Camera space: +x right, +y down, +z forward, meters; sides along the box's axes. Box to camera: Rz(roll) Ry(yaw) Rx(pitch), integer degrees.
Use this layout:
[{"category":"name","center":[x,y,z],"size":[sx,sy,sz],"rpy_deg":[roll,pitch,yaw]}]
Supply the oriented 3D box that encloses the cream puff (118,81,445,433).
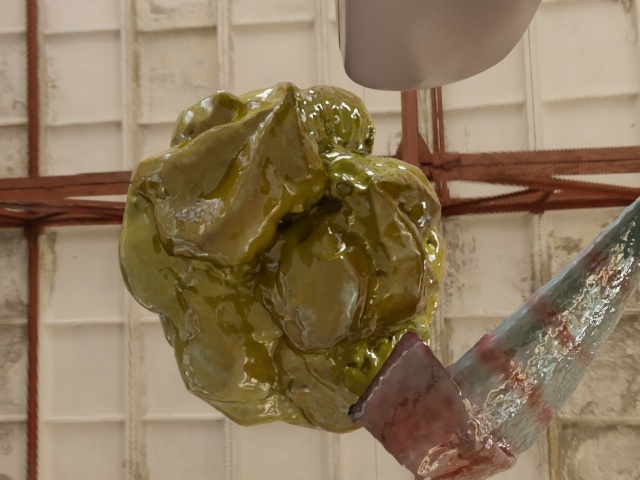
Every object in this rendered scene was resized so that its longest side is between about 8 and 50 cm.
[{"category":"cream puff","center":[0.001,0.001,0.655],"size":[0.325,0.291,0.257],"rpy_deg":[57,-40,7]}]

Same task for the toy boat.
[{"category":"toy boat","center":[0.170,0.079,0.578],"size":[0.282,0.206,0.096],"rpy_deg":[-46,-142,4]}]

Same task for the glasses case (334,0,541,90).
[{"category":"glasses case","center":[0.062,-0.156,0.366],"size":[0.113,0.297,0.075],"rpy_deg":[-8,-103,0]}]
